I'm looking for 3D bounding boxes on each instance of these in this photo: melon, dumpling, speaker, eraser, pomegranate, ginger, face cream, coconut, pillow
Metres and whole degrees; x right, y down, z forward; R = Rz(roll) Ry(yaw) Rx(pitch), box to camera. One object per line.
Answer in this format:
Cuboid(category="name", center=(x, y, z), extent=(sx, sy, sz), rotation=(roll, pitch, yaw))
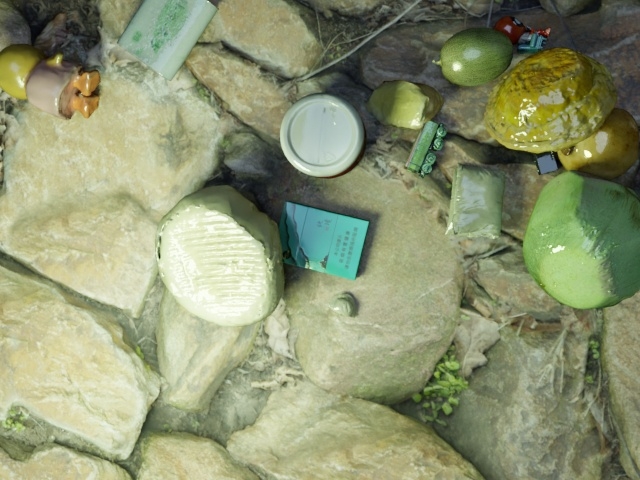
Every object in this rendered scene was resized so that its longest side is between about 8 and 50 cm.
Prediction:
Cuboid(category="melon", center=(0.368, -0.444, 1.633), extent=(0.192, 0.139, 0.139), rotation=(-8, 92, 6))
Cuboid(category="dumpling", center=(0.061, 0.167, 1.753), extent=(0.077, 0.043, 0.059), rotation=(24, 74, 8))
Cuboid(category="speaker", center=(0.539, -0.259, 1.670), extent=(0.046, 0.040, 0.191), rotation=(-16, 91, 8))
Cuboid(category="eraser", center=(-0.396, -0.556, 1.749), extent=(0.174, 0.081, 0.227), rotation=(36, 96, 3))
Cuboid(category="pomegranate", center=(0.647, -0.226, 1.592), extent=(0.196, 0.196, 0.196), rotation=(0, 93, 7))
Cuboid(category="ginger", center=(0.214, -0.346, 1.691), extent=(0.193, 0.122, 0.115), rotation=(24, 117, 38))
Cuboid(category="face cream", center=(0.012, -0.253, 1.661), extent=(0.201, 0.187, 0.201), rotation=(0, 93, 7))
Cuboid(category="coconut", center=(0.616, -0.010, 1.548), extent=(0.281, 0.328, 0.328), rotation=(-33, 88, 51))
Cuboid(category="pillow", center=(0.389, -0.098, 1.681), extent=(0.134, 0.078, 0.181), rotation=(5, 91, 4))

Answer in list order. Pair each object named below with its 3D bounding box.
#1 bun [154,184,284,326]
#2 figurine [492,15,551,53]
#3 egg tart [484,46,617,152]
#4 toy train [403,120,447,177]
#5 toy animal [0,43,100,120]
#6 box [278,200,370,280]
Cuboid(category="bun", center=(-0.236, 0.034, 1.693), extent=(0.360, 0.211, 0.360), rotation=(6, 109, 18))
Cuboid(category="figurine", center=(0.488, -0.503, 1.653), extent=(0.140, 0.068, 0.075), rotation=(19, 98, 12))
Cuboid(category="egg tart", center=(0.520, -0.346, 1.553), extent=(0.319, 0.319, 0.128), rotation=(-26, 134, 8))
Cuboid(category="toy train", center=(0.268, -0.234, 1.706), extent=(0.071, 0.038, 0.148), rotation=(24, 95, 5))
Cuboid(category="toy animal", center=(-0.731, -0.420, 1.759), extent=(0.281, 0.169, 0.195), rotation=(29, 131, 7))
Cuboid(category="box", center=(0.000, 0.000, 1.749), extent=(0.226, 0.042, 0.161), rotation=(14, 95, 6))
